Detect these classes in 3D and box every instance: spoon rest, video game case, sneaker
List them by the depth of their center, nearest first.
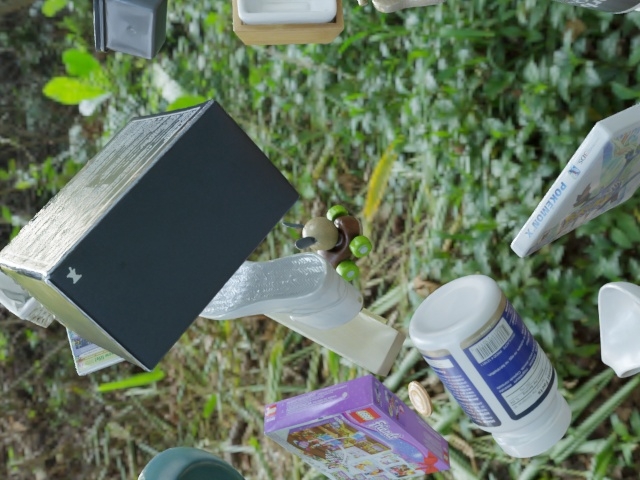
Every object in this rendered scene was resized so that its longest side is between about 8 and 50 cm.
[{"bbox_3d":[0.483,0.151,1.366,0.137,0.084,0.276,46,173,30],"label":"spoon rest"},{"bbox_3d":[-0.079,0.097,1.421,0.293,0.169,0.108,-4,65,31],"label":"sneaker"},{"bbox_3d":[0.493,-0.125,1.478,0.036,0.329,0.300,50,143,22],"label":"video game case"},{"bbox_3d":[-0.425,0.153,1.821,0.023,0.213,0.193,40,-149,-74],"label":"video game case"}]

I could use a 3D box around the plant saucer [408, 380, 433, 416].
[{"bbox_3d":[0.221,0.355,1.969,0.083,0.013,0.083,49,152,38],"label":"plant saucer"}]

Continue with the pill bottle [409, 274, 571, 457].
[{"bbox_3d":[0.263,0.194,1.338,0.264,0.153,0.153,54,165,-19],"label":"pill bottle"}]

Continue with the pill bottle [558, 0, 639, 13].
[{"bbox_3d":[0.498,-0.521,1.576,0.210,0.363,0.210,-1,88,58],"label":"pill bottle"}]

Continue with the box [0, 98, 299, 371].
[{"bbox_3d":[-0.233,-0.012,1.156,0.182,0.296,0.294,48,160,-23],"label":"box"}]

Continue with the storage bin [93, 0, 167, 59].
[{"bbox_3d":[-0.281,-0.344,1.340,0.135,0.091,0.098,109,180,-53],"label":"storage bin"}]

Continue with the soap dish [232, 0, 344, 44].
[{"bbox_3d":[-0.074,-0.549,1.902,0.118,0.229,0.290,94,173,-62],"label":"soap dish"}]

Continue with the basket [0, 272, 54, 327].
[{"bbox_3d":[-0.533,0.072,1.706,0.113,0.167,0.103,33,169,27],"label":"basket"}]

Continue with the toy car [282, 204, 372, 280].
[{"bbox_3d":[0.000,0.000,2.144,0.155,0.189,0.148,54,127,42],"label":"toy car"}]

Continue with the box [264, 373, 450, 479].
[{"bbox_3d":[0.068,0.334,1.495,0.201,0.293,0.057,-20,48,23],"label":"box"}]

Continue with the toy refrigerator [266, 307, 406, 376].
[{"bbox_3d":[0.014,0.142,1.603,0.094,0.270,0.102,-62,-18,-4],"label":"toy refrigerator"}]

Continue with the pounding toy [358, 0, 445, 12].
[{"bbox_3d":[0.118,-0.425,1.303,0.154,0.154,0.269,67,180,-52],"label":"pounding toy"}]

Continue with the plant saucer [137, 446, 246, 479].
[{"bbox_3d":[-0.156,0.454,1.318,0.044,0.318,0.317,-30,60,24],"label":"plant saucer"}]
